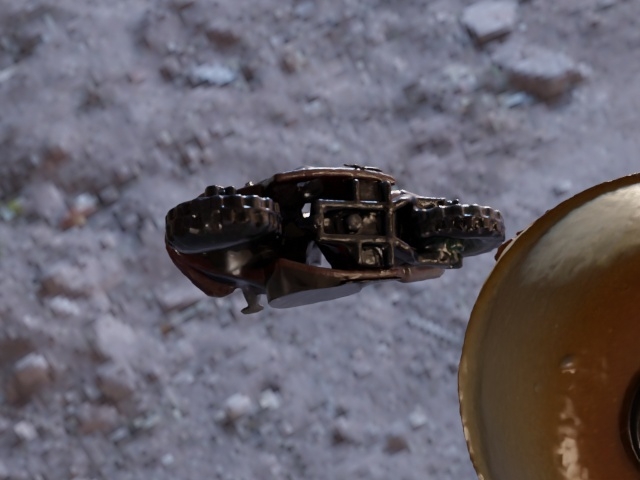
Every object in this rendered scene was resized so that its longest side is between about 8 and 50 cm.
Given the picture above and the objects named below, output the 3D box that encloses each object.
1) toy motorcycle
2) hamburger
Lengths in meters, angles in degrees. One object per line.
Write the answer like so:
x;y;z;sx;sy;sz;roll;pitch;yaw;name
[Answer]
0.000;0.001;1.111;0.213;0.082;0.122;2;-7;-25;toy motorcycle
0.181;0.069;0.905;0.236;0.237;0.147;-24;8;3;hamburger
